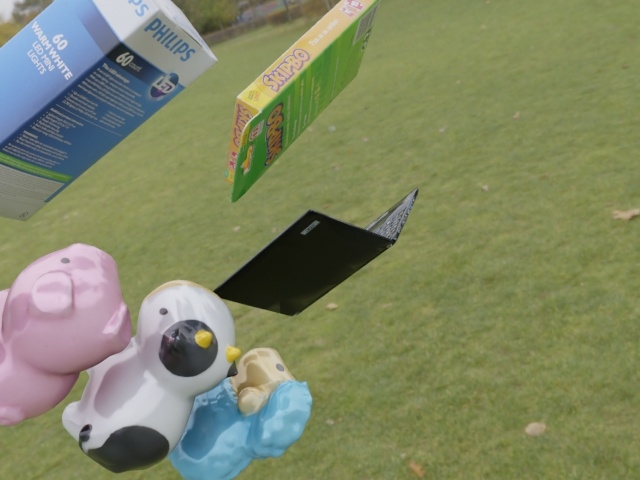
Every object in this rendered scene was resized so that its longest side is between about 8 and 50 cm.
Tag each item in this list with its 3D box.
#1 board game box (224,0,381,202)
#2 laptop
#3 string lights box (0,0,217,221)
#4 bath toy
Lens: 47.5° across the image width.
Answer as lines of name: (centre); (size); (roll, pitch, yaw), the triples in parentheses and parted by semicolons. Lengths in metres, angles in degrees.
board game box: (-0.021, -0.156, 0.757); (0.039, 0.124, 0.259); (30, 55, 7)
laptop: (0.000, 0.000, 1.106); (0.234, 0.136, 0.264); (-38, 12, 35)
string lights box: (-0.235, -0.131, 0.673); (0.260, 0.076, 0.133); (-38, -13, 7)
bath toy: (-0.167, 0.073, 0.498); (0.129, 0.348, 0.151); (6, 70, 50)
